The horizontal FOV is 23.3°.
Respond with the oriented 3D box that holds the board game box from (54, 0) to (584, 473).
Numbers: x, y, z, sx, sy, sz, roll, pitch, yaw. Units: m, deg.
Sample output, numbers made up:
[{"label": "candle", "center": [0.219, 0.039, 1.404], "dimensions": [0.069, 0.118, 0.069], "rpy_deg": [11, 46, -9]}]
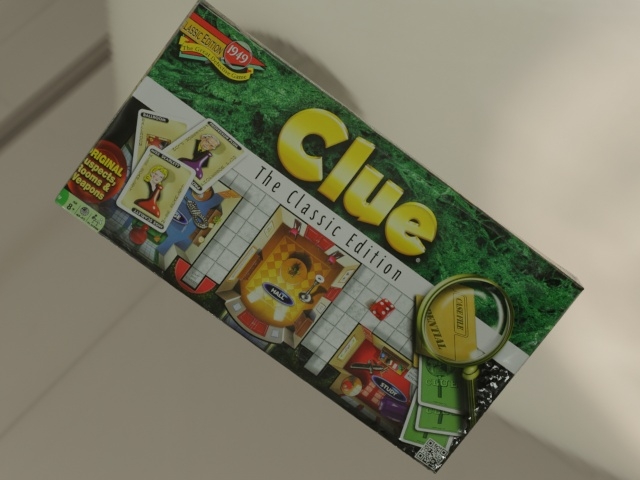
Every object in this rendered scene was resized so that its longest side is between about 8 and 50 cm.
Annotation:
[{"label": "board game box", "center": [0.000, 0.000, 0.843], "dimensions": [0.260, 0.136, 0.030], "rpy_deg": [36, -173, -7]}]
